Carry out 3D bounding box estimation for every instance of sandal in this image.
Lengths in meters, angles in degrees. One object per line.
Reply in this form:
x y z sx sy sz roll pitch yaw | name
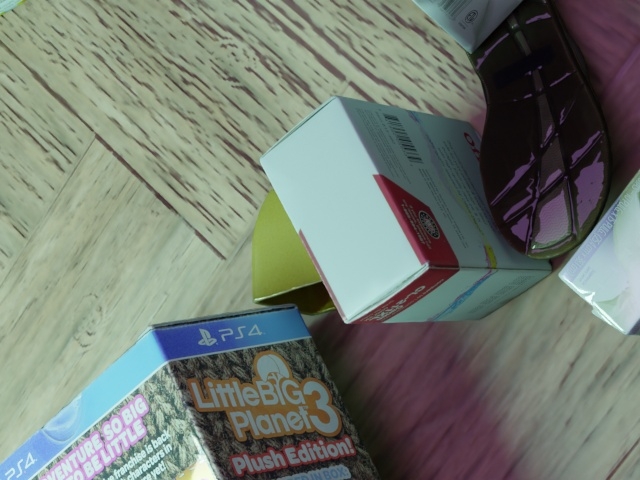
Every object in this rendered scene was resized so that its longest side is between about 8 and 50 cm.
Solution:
0.144 -0.088 1.075 0.090 0.060 0.219 -26 59 21 | sandal

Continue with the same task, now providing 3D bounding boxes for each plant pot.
0.000 0.000 1.139 0.081 0.081 0.083 -19 71 28 | plant pot

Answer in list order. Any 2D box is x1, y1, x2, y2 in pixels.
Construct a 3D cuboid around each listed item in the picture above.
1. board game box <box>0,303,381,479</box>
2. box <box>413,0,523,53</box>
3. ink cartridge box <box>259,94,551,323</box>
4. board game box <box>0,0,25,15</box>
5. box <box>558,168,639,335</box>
-0.070 0.229 1.098 0.232 0.141 0.291 -40 68 37 | board game box
0.012 -0.268 1.073 0.087 0.169 0.290 -46 58 9 | box
0.060 -0.016 1.047 0.072 0.175 0.127 -38 68 26 | ink cartridge box
-0.347 -0.267 1.247 0.142 0.275 0.144 -23 76 28 | board game box
0.273 -0.081 0.988 0.063 0.067 0.324 43 107 25 | box
